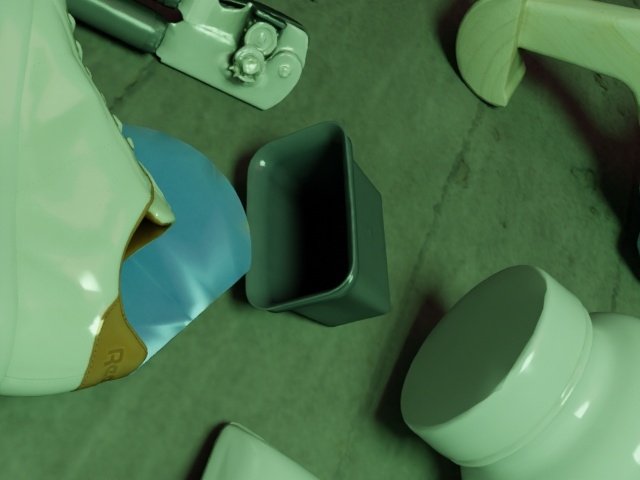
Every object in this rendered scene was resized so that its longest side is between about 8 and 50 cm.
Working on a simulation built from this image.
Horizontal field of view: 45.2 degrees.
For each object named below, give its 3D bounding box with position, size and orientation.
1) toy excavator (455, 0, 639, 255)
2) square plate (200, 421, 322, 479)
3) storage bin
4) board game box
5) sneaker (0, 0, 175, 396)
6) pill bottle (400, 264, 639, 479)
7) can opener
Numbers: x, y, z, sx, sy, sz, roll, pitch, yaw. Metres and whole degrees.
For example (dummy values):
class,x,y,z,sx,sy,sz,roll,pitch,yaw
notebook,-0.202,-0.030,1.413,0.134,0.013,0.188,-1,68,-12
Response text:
class,x,y,z,sx,sy,sz,roll,pitch,yaw
toy excavator,0.400,-0.099,0.791,0.222,0.433,0.445,-53,128,-42
square plate,0.049,0.300,0.386,0.344,0.049,0.347,39,32,-14
storage bin,0.000,0.000,0.566,0.091,0.098,0.135,39,41,-50
board game box,-0.129,0.008,0.491,0.133,0.033,0.169,44,64,5
sneaker,-0.154,-0.051,0.449,0.123,0.106,0.290,9,64,-36
pill bottle,0.227,0.173,0.558,0.334,0.188,0.188,40,48,-12
can opener,-0.135,-0.185,0.589,0.281,0.074,0.093,20,21,-28
